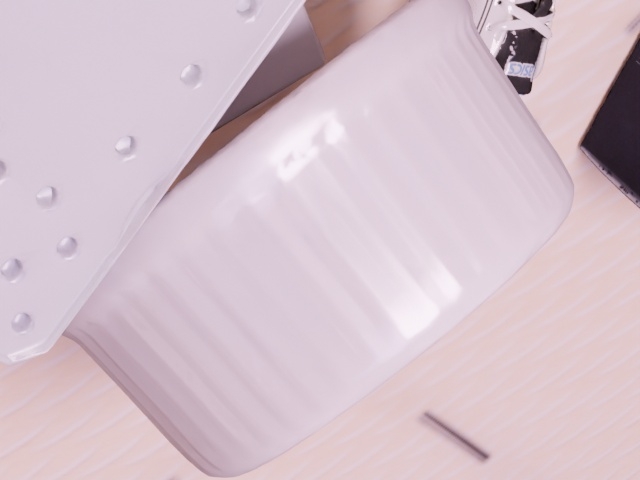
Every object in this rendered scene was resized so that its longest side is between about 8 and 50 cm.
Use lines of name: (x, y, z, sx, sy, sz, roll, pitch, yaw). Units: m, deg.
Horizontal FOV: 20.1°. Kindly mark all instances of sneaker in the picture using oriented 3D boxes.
sneaker: (0.111, -0.140, 1.045, 0.085, 0.086, 0.237, 0, 125, -47)

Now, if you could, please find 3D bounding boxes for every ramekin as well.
ramekin: (0.000, 0.000, 0.943, 0.277, 0.277, 0.135, -39, 92, -1)

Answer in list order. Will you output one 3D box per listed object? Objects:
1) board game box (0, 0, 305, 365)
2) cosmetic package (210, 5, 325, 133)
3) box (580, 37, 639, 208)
board game box: (-0.153, -0.171, 0.676, 0.390, 0.050, 0.390, 28, 102, -43)
cosmetic package: (-0.170, -0.193, 0.796, 0.217, 0.156, 0.385, -30, 134, -8)
box: (0.293, -0.106, 1.171, 0.153, 0.108, 0.207, 12, 116, -37)
